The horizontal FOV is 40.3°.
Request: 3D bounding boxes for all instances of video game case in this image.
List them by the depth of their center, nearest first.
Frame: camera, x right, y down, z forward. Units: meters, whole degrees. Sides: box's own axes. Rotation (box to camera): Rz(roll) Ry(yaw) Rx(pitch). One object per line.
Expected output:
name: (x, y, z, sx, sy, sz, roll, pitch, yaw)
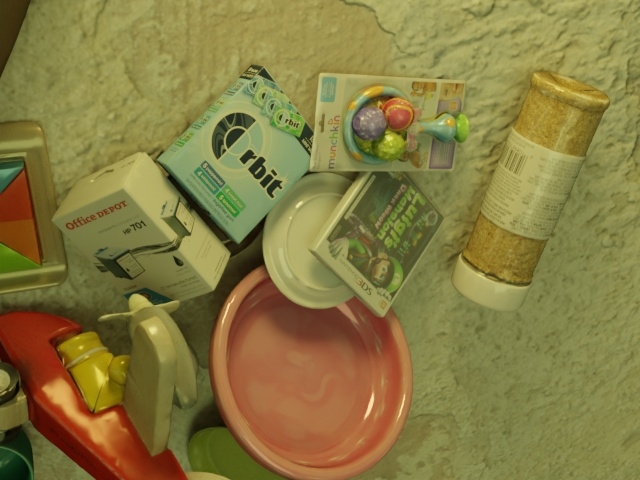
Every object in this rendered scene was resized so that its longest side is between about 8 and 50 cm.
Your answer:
video game case: (0.089, -0.010, 1.288, 0.173, 0.022, 0.190, 45, 71, -32)

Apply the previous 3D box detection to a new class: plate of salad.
plate of salad: (0.000, 0.000, 1.279, 0.199, 0.048, 0.200, -3, 95, -30)

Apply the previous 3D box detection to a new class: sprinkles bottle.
sprinkles bottle: (0.312, -0.069, 1.317, 0.121, 0.121, 0.356, 8, 115, -22)

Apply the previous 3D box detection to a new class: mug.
mug: (-0.495, 0.339, 1.287, 0.129, 0.097, 0.158, 10, 110, -25)

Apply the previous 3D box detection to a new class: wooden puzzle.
wooden puzzle: (-0.456, -0.028, 1.132, 0.220, 0.044, 0.239, -8, 120, -14)

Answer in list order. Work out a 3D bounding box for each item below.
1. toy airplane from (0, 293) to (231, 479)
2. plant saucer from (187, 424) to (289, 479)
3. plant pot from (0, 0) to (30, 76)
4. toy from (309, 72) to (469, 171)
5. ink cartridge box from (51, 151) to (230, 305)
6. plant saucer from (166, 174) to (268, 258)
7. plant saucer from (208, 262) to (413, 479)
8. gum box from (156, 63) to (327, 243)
toy airplane: (-0.247, 0.245, 1.187, 0.272, 0.386, 0.385, -46, 120, -40)
plant saucer: (-0.104, 0.380, 1.409, 0.240, 0.037, 0.241, 17, 132, 20)
plant pot: (-0.431, -0.229, 0.933, 0.263, 0.263, 0.229, 38, 83, -31)
toy: (0.107, -0.158, 1.218, 0.237, 0.056, 0.137, -3, 109, -28)
ink cartridge box: (-0.236, -0.005, 1.159, 0.139, 0.082, 0.191, -20, 125, 30)
plant saucer: (-0.157, -0.046, 1.230, 0.168, 0.029, 0.169, -8, 119, -14)
plant saucer: (-0.019, 0.189, 1.284, 0.332, 0.332, 0.084, 18, 154, -26)
gum box: (-0.101, -0.115, 1.171, 0.184, 0.041, 0.157, -47, 123, -12)
